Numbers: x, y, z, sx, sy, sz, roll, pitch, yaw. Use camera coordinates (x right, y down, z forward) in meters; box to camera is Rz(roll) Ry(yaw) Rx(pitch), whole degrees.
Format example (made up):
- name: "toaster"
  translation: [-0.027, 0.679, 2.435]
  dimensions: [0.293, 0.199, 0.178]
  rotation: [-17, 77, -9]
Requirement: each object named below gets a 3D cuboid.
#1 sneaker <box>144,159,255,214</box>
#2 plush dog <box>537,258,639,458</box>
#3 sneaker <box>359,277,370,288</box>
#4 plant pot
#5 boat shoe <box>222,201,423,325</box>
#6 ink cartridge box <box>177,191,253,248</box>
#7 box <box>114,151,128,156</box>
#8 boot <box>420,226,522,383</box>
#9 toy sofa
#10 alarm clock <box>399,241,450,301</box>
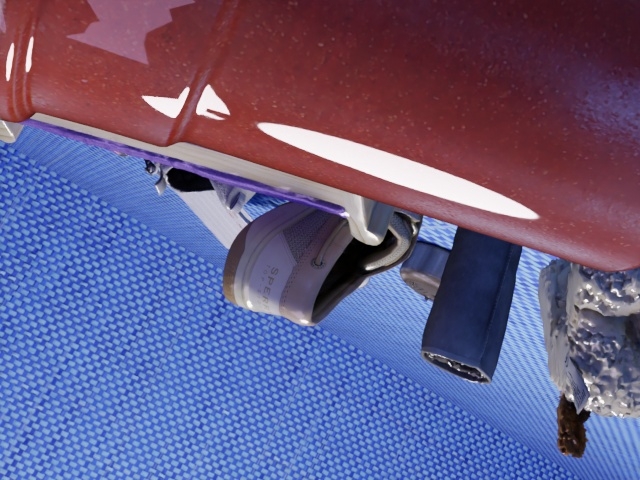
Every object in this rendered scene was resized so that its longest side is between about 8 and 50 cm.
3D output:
- name: "sneaker"
  translation: [-0.164, -0.109, 1.118]
  dimensions: [0.281, 0.115, 0.105]
  rotation: [19, 166, 40]
- name: "plush dog"
  translation: [0.340, 0.105, 1.001]
  dimensions: [0.225, 0.210, 0.262]
  rotation: [1, 170, 1]
- name: "sneaker"
  translation: [0.000, 0.000, 1.672]
  dimensions: [0.192, 0.064, 0.086]
  rotation: [31, 155, 15]
- name: "plant pot"
  translation: [0.044, -0.126, 0.428]
  dimensions: [0.265, 0.272, 0.272]
  rotation: [21, 171, -10]
- name: "boat shoe"
  translation: [0.042, -0.011, 0.933]
  dimensions: [0.098, 0.302, 0.109]
  rotation: [24, 125, 28]
- name: "ink cartridge box"
  translation: [-0.143, -0.051, 1.688]
  dimensions: [0.181, 0.056, 0.225]
  rotation: [50, 158, -26]
- name: "box"
  translation: [-0.299, -0.205, 1.282]
  dimensions: [0.207, 0.114, 0.036]
  rotation: [32, 169, -23]
- name: "boot"
  translation: [0.128, 0.003, 0.901]
  dimensions: [0.076, 0.208, 0.190]
  rotation: [16, 164, 48]
- name: "toy sofa"
  translation: [-0.097, -0.115, 0.872]
  dimensions: [0.363, 0.150, 0.177]
  rotation: [16, 156, 13]
- name: "alarm clock"
  translation: [0.159, 0.047, 1.468]
  dimensions: [0.192, 0.064, 0.129]
  rotation: [33, 169, -7]
